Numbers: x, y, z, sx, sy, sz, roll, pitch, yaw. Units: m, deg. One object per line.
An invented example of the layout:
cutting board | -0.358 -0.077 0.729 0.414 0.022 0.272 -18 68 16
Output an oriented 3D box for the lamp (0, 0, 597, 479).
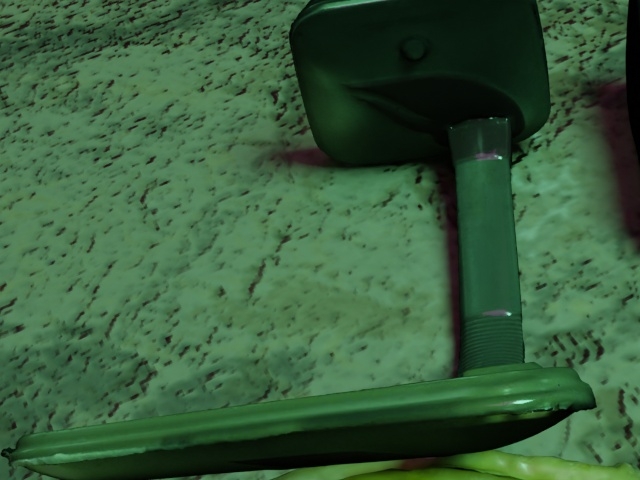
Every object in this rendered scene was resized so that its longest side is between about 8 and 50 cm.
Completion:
lamp | 0.001 0.007 0.508 0.203 0.125 0.283 -5 40 11

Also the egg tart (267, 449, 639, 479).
egg tart | 0.043 0.159 0.349 0.318 0.128 0.319 -4 43 4

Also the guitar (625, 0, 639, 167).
guitar | 0.166 -0.003 0.534 0.038 0.084 0.271 -6 52 7
